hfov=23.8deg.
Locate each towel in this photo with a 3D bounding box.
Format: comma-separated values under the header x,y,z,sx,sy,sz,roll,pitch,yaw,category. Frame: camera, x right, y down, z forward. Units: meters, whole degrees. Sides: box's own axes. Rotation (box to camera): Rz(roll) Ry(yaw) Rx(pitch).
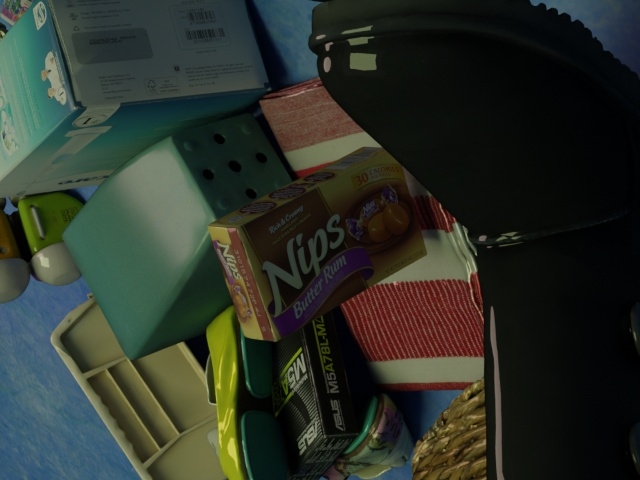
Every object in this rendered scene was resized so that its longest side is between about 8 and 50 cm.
x,y,z,sx,sy,sz,roll,pitch,yaw,category
0.065,-0.005,1.452,0.237,0.037,0.329,-8,106,55,towel

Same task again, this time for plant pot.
x,y,z,sx,sy,sz,roll,pitch,yaw,category
-0.130,-0.017,1.575,0.166,0.165,0.234,60,144,14,plant pot

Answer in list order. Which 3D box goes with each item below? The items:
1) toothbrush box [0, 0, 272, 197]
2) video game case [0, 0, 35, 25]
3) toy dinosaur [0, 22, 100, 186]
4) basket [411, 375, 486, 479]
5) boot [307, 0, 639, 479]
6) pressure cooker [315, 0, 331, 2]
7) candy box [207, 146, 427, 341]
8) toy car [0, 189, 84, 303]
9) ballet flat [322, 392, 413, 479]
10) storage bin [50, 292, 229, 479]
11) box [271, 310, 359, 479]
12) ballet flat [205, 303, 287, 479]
x,y,z,sx,sy,sz,roll,pitch,yaw,category
-0.221,-0.149,1.550,0.295,0.216,0.126,-30,73,56,toothbrush box
-0.297,-0.287,1.709,0.157,0.019,0.143,35,119,33,video game case
-0.318,-0.194,1.804,0.268,0.064,0.118,51,148,12,toy dinosaur
0.243,0.219,1.322,0.299,0.223,0.213,-37,49,55,basket
0.129,0.087,1.008,0.146,0.367,0.445,-6,77,41,boot
0.056,-0.335,0.942,0.420,0.375,0.370,2,114,50,pressure cooker
0.000,0.000,1.340,0.053,0.186,0.109,4,116,52,candy box
-0.378,0.005,1.921,0.136,0.182,0.159,100,150,-63,toy car
0.049,0.214,1.593,0.079,0.077,0.221,30,154,-10,ballet flat
-0.187,0.194,1.748,0.260,0.123,0.262,54,170,12,storage bin
-0.025,0.156,1.600,0.191,0.045,0.184,124,141,-56,box
-0.084,0.178,1.575,0.077,0.077,0.231,-21,64,33,ballet flat
